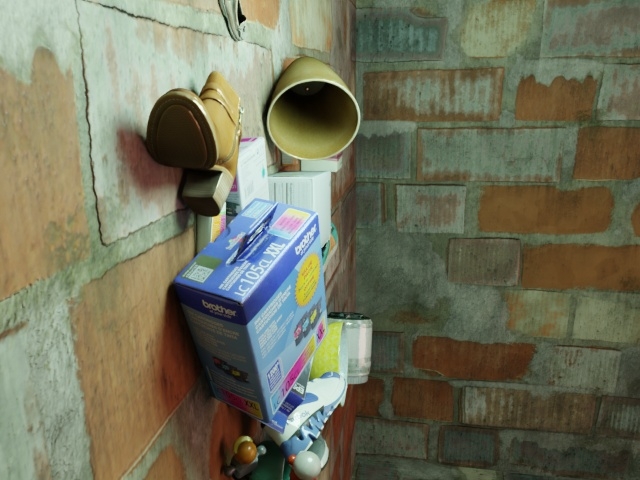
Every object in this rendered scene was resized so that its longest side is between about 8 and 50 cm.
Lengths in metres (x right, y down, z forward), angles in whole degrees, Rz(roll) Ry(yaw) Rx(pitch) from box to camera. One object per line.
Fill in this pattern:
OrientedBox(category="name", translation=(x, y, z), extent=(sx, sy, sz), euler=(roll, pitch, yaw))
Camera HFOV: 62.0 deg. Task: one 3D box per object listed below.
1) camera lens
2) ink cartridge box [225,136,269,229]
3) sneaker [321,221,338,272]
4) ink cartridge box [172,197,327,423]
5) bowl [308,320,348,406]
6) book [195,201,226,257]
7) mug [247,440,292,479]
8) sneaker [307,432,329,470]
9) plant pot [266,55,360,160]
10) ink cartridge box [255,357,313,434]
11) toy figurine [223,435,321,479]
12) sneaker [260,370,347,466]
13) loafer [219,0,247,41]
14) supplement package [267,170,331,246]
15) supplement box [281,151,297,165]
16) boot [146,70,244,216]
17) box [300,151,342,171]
OrientedBox(category="camera lens", translation=(0.103, 0.441, 2.220), extent=(0.219, 0.219, 0.274), euler=(19, 74, -79))
OrientedBox(category="ink cartridge box", translation=(-0.159, -0.050, 1.152), extent=(0.186, 0.065, 0.311), euler=(-64, 151, -64))
OrientedBox(category="sneaker", translation=(0.000, 0.000, 1.886), extent=(0.302, 0.108, 0.121), euler=(-72, 165, -52))
OrientedBox(category="ink cartridge box", translation=(-0.114, 0.107, 1.006), extent=(0.270, 0.151, 0.395), euler=(-53, 147, -42))
OrientedBox(category="bowl", translation=(0.006, 0.425, 1.851), extent=(0.289, 0.156, 0.289), euler=(0, 90, -81))
OrientedBox(category="book", translation=(-0.203, 0.000, 1.005), extent=(0.096, 0.035, 0.144), euler=(-25, 118, -79))
OrientedBox(category="mug", translation=(-0.127, 0.585, 1.342), extent=(0.129, 0.097, 0.158), euler=(-48, 140, -75))
OrientedBox(category="sneaker", translation=(-0.057, 0.494, 1.478), extent=(0.295, 0.123, 0.178), euler=(-119, -174, -73))
OrientedBox(category="plant pot", translation=(-0.031, -0.384, 1.437), extent=(0.254, 0.237, 0.237), euler=(-99, -179, -46))
OrientedBox(category="ink cartridge box", translation=(-0.099, 0.273, 1.279), extent=(0.065, 0.165, 0.333), euler=(-39, -155, 37))
OrientedBox(category="toy figurine", translation=(-0.111, 0.533, 1.106), extent=(0.148, 0.209, 0.213), euler=(105, 2, -45))
OrientedBox(category="sneaker", translation=(-0.060, 0.399, 1.349), extent=(0.127, 0.182, 0.315), euler=(-52, 174, 26))
OrientedBox(category="loafer", translation=(-0.169, -0.452, 1.081), extent=(0.125, 0.039, 0.045), euler=(65, 28, -68))
OrientedBox(category="supplement package", translation=(-0.062, -0.081, 1.440), extent=(0.262, 0.145, 0.204), euler=(-47, 138, -75))
OrientedBox(category="supplement box", translation=(-0.090, -0.269, 1.548), extent=(0.062, 0.036, 0.098), euler=(-53, 143, -73))
OrientedBox(category="boot", translation=(-0.181, -0.198, 0.867), extent=(0.283, 0.109, 0.220), euler=(77, 19, -60))
OrientedBox(category="box", translation=(0.004, -0.353, 1.793), extent=(0.148, 0.126, 0.232), euler=(-56, 146, -71))
